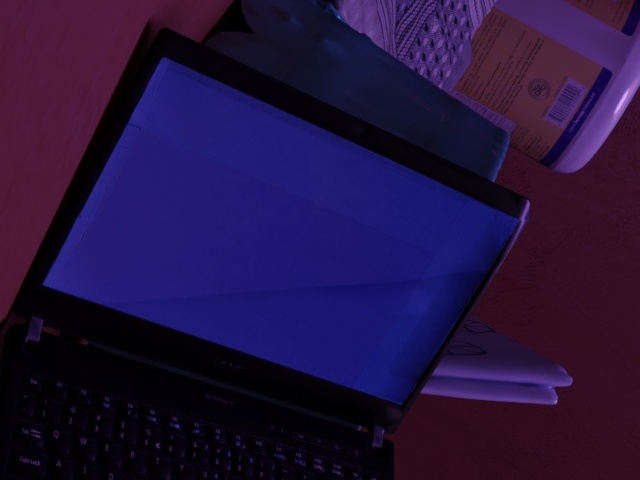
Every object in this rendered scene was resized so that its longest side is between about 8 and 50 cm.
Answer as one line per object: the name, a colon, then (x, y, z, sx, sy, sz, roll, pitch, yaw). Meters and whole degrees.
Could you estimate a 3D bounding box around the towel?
towel: (0.082, -0.204, 0.985, 0.324, 0.056, 0.312, 83, 31, -51)

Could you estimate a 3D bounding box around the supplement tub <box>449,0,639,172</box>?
supplement tub: (0.222, -0.256, 1.517, 0.241, 0.331, 0.241, -61, 179, -2)

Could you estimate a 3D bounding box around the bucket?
bucket: (-0.015, -0.006, 0.797, 0.281, 0.183, 0.281, -61, 179, -2)

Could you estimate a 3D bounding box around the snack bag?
snack bag: (0.024, 0.090, 1.155, 0.342, 0.323, 0.037, -144, -120, -78)

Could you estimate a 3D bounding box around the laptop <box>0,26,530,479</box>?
laptop: (-0.019, 0.081, 0.580, 0.136, 0.234, 0.264, -35, -137, 44)
